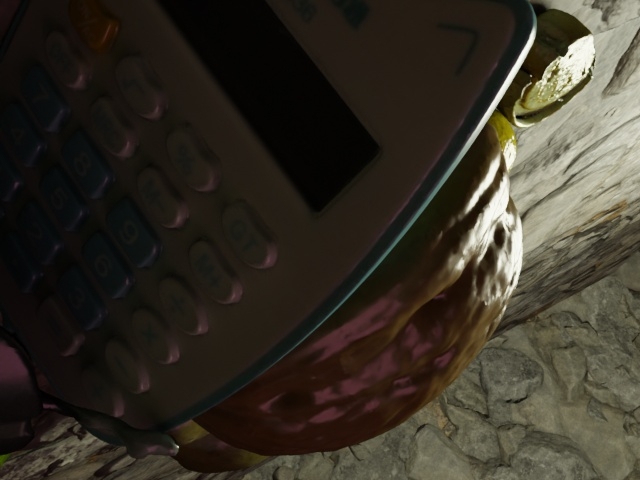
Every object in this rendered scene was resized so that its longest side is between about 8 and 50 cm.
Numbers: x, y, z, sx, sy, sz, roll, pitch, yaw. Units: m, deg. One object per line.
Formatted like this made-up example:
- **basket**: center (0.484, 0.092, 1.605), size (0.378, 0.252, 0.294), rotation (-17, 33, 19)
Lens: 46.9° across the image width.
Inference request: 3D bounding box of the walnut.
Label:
- **walnut**: center (0.000, 0.000, 0.574), size (0.332, 0.333, 0.333), rotation (-27, 159, -12)

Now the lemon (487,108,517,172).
- **lemon**: center (0.158, -0.102, 0.823), size (0.133, 0.109, 0.109), rotation (-15, 154, -38)

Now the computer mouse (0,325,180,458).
- **computer mouse**: center (-0.258, 0.066, 0.373), size (0.379, 0.090, 0.167), rotation (20, 137, -9)

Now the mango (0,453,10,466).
- **mango**: center (-0.438, 0.228, 0.663), size (0.343, 0.156, 0.192), rotation (-17, 156, -37)

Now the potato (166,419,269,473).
- **potato**: center (-0.130, 0.174, 0.912), size (0.218, 0.202, 0.351), rotation (-42, 152, -5)

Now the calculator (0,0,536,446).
- **calculator**: center (-0.086, -0.046, 0.406), size (0.386, 0.256, 0.054), rotation (-43, 167, 28)

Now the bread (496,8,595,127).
- **bread**: center (0.238, -0.189, 0.804), size (0.117, 0.064, 0.156), rotation (-38, 158, 4)
